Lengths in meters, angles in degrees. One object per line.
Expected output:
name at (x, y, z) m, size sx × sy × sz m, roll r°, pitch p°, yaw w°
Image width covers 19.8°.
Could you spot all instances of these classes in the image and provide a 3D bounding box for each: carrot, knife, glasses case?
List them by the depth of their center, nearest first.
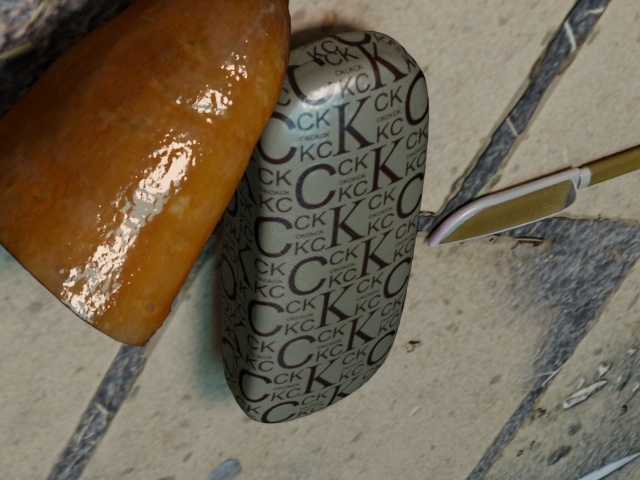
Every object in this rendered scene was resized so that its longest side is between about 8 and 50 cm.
carrot at (-0.095, -0.069, 1.108) m, size 0.225 × 0.159 × 0.159 m, roll -49°, pitch 144°, yaw 0°
glasses case at (0.000, 0.000, 1.309) m, size 0.137 × 0.085 × 0.355 m, roll -20°, pitch 141°, yaw -22°
knife at (0.198, -0.037, 1.494) m, size 0.256 × 0.022 × 0.046 m, roll -19°, pitch 144°, yaw -25°
